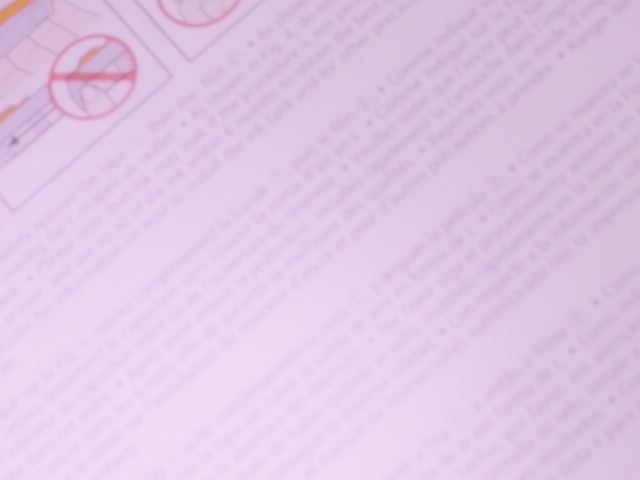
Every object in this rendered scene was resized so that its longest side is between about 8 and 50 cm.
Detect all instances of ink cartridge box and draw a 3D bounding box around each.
[{"bbox_3d":[0.000,0.000,0.597,0.308,0.091,0.385,-40,64,-2],"label":"ink cartridge box"}]
